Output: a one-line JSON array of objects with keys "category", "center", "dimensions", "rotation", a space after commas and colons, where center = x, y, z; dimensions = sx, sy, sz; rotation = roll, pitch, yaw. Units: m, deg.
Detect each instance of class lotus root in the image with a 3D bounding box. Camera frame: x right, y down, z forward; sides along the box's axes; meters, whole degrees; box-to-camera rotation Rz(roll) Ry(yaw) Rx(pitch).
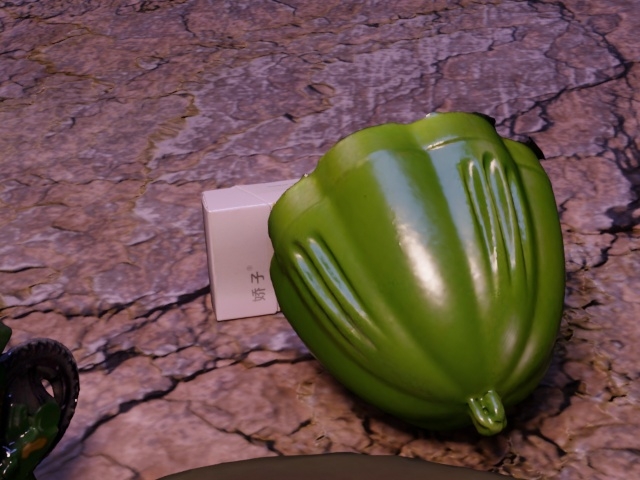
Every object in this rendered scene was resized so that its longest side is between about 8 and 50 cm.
[{"category": "lotus root", "center": [0.073, 0.043, 0.857], "dimensions": [0.186, 0.186, 0.186], "rotation": [-2, 28, 1]}]

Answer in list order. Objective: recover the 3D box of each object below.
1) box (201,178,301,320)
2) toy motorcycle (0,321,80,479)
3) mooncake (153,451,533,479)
[{"category": "box", "center": [0.000, 0.000, 1.006], "dimensions": [0.154, 0.084, 0.040], "rotation": [-8, 30, -10]}, {"category": "toy motorcycle", "center": [-0.225, 0.099, 0.700], "dimensions": [0.125, 0.275, 0.187], "rotation": [22, 79, 33]}, {"category": "mooncake", "center": [0.022, 0.229, 0.429], "dimensions": [0.357, 0.194, 0.356], "rotation": [2, 28, -1]}]
